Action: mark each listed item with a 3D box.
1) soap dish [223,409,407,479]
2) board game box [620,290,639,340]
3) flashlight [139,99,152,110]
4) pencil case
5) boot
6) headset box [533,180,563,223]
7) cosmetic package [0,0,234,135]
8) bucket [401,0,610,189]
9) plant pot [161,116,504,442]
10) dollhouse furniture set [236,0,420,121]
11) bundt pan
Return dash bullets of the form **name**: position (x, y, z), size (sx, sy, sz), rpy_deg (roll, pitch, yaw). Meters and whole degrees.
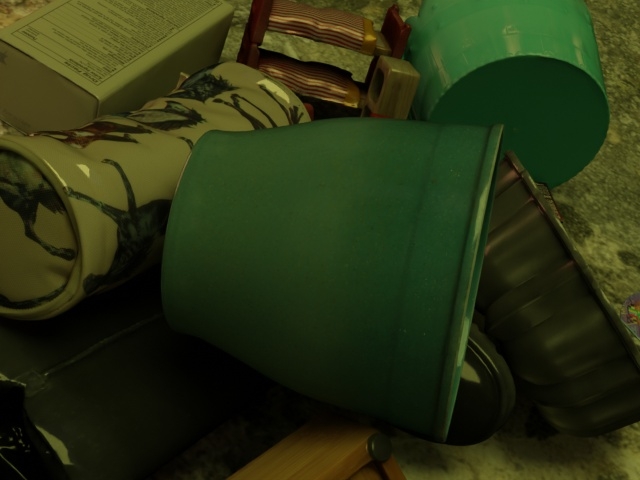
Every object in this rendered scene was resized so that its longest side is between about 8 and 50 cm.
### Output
- **soap dish**: position (0.016, 0.307, 0.985), size (0.229, 0.118, 0.291), rpy_deg (-29, 91, -43)
- **board game box**: position (0.466, 0.113, 1.565), size (0.133, 0.033, 0.169), rpy_deg (-15, 53, -37)
- **flashlight**: position (-0.202, -0.050, 1.384), size (0.103, 0.103, 0.304), rpy_deg (2, 32, 16)
- **pencil case**: position (-0.179, -0.061, 1.188), size (0.183, 0.160, 0.410), rpy_deg (20, 26, 23)
- **boot**: position (-0.076, 0.141, 1.157), size (0.367, 0.146, 0.445), rpy_deg (31, 30, 28)
- **headset box**: position (0.281, -0.027, 1.610), size (0.032, 0.062, 0.083), rpy_deg (5, 42, -20)
- **cosmetic package**: position (-0.258, -0.233, 1.543), size (0.160, 0.113, 0.309), rpy_deg (32, 41, 11)
- **bucket**: position (0.243, -0.198, 1.628), size (0.281, 0.281, 0.183), rpy_deg (11, 43, -14)
- **plant pot**: position (0.009, 0.012, 1.061), size (0.255, 0.272, 0.272), rpy_deg (11, 39, 8)
- **dollhouse furniture set**: position (0.017, -0.196, 1.523), size (0.201, 0.152, 0.374), rpy_deg (11, 23, -14)
- **bundt pan**: position (0.238, 0.072, 1.334), size (0.331, 0.124, 0.331), rpy_deg (57, 7, -11)
